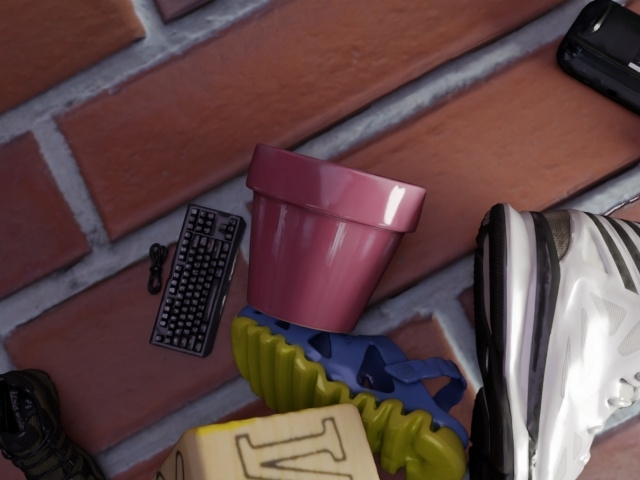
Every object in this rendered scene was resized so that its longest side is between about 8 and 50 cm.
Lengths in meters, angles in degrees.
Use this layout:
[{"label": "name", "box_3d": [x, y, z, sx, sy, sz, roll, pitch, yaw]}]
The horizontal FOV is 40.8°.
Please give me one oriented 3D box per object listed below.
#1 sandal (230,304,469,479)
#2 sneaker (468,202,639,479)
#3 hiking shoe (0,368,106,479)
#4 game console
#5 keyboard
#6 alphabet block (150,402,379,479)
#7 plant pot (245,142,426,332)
[{"label": "sandal", "box_3d": [0.040, 0.159, 0.998, 0.318, 0.126, 0.138, 28, 48, 14]}, {"label": "sneaker", "box_3d": [0.303, 0.185, 0.937, 0.258, 0.169, 0.447, 2, 88, -2]}, {"label": "hiking shoe", "box_3d": [-0.325, 0.250, 0.991, 0.086, 0.114, 0.226, -34, 74, 1]}, {"label": "game console", "box_3d": [0.468, -0.181, 1.038, 0.361, 0.044, 0.213, 32, 84, 7]}, {"label": "keyboard", "box_3d": [-0.166, 0.045, 1.062, 0.108, 0.023, 0.180, 14, 83, 6]}, {"label": "alphabet block", "box_3d": [-0.052, 0.300, 0.883, 0.194, 0.192, 0.197, -2, 61, -28]}, {"label": "plant pot", "box_3d": [0.000, 0.000, 0.977, 0.202, 0.201, 0.180, 17, 96, 6]}]
